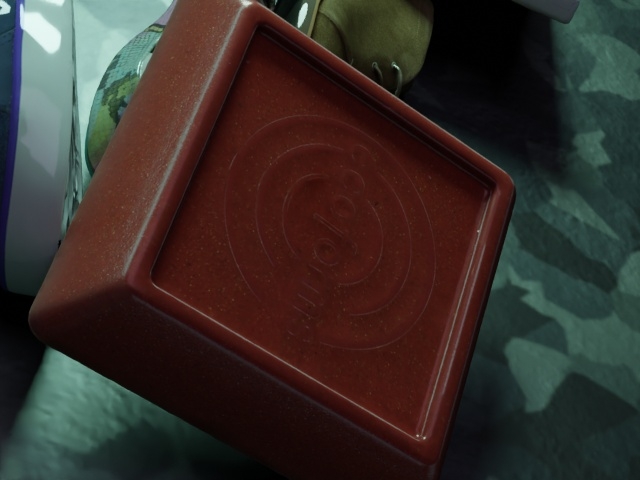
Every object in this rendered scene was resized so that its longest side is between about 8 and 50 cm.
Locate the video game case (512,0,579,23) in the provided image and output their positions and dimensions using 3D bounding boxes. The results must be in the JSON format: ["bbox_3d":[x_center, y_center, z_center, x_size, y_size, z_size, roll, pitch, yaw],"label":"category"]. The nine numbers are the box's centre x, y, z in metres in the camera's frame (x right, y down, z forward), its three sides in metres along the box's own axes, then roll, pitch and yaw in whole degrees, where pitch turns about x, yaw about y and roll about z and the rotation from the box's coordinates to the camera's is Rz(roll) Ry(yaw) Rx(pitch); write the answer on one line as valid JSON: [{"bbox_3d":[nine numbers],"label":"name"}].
[{"bbox_3d":[0.090,-0.247,1.131,0.227,0.026,0.206,23,20,-6],"label":"video game case"}]

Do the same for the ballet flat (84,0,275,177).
[{"bbox_3d":[-0.084,-0.116,0.930,0.077,0.079,0.221,52,37,-22],"label":"ballet flat"}]

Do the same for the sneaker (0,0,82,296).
[{"bbox_3d":[-0.263,-0.107,0.826,0.236,0.130,0.323,-3,62,-8],"label":"sneaker"}]

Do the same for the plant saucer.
[{"bbox_3d":[0.000,0.000,0.805,0.259,0.047,0.258,33,57,-20],"label":"plant saucer"}]

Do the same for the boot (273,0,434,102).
[{"bbox_3d":[0.016,-0.116,0.973,0.115,0.112,0.305,28,40,-10],"label":"boot"}]
